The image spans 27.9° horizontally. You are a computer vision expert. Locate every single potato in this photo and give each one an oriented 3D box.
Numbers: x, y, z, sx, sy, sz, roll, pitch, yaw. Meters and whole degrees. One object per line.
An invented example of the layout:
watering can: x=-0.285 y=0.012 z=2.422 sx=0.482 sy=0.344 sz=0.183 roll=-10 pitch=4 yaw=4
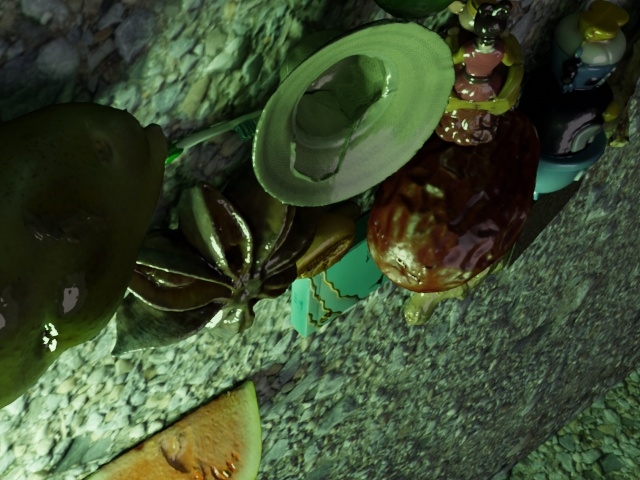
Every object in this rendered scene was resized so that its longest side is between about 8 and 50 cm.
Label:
potato: x=-0.266 y=0.002 z=1.119 sx=0.351 sy=0.202 sz=0.218 roll=-47 pitch=147 yaw=-25

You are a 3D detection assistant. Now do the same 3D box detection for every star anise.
star anise: x=-0.119 y=0.031 z=1.487 sx=0.315 sy=0.108 sz=0.315 roll=-36 pitch=158 yaw=-17

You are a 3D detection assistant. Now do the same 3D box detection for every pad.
pad: x=0.393 y=-0.064 z=2.181 sx=0.235 sy=0.003 sz=0.158 roll=-44 pitch=158 yaw=-29

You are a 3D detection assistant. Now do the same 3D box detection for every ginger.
ginger: x=0.243 y=0.058 z=2.136 sx=0.258 sy=0.065 sz=0.149 roll=-44 pitch=158 yaw=-5

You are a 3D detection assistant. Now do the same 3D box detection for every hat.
hat: x=0.014 y=-0.164 z=1.368 sx=0.252 sy=0.110 sz=0.252 roll=-24 pitch=144 yaw=-18

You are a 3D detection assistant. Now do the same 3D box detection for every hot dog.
hot dog: x=0.000 y=-0.001 z=1.678 sx=0.140 sy=0.060 sz=0.090 roll=-34 pitch=159 yaw=-5

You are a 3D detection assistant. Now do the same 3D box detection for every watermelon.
watermelon: x=-0.210 y=0.338 z=1.875 sx=0.303 sy=0.159 sz=0.128 roll=-30 pitch=-170 yaw=-26

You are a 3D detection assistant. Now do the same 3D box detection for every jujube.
jujube: x=0.177 y=-0.060 z=1.697 sx=0.290 sy=0.197 sz=0.197 roll=-50 pitch=160 yaw=-25

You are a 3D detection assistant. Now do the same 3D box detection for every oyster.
oyster: x=0.456 y=-0.255 z=1.955 sx=0.166 sy=0.094 sz=0.294 roll=-43 pitch=153 yaw=-51

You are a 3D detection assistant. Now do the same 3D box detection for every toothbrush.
toothbrush: x=-0.173 y=-0.082 z=1.323 sx=0.304 sy=0.030 sz=0.030 roll=-23 pitch=148 yaw=-33

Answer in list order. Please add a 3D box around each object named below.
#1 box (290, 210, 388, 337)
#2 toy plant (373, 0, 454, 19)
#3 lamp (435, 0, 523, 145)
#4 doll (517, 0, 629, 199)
box: x=0.057 y=0.026 z=1.820 sx=0.229 sy=0.041 sz=0.162 roll=-34 pitch=153 yaw=-22
toy plant: x=0.126 y=-0.317 z=1.256 sx=0.235 sy=0.175 sz=0.218 roll=-22 pitch=155 yaw=20
lamp: x=0.185 y=-0.223 z=1.546 sx=0.118 sy=0.118 sz=0.253 roll=-34 pitch=150 yaw=-21
doll: x=0.348 y=-0.183 z=1.816 sx=0.177 sy=0.141 sz=0.314 roll=-45 pitch=158 yaw=-46
